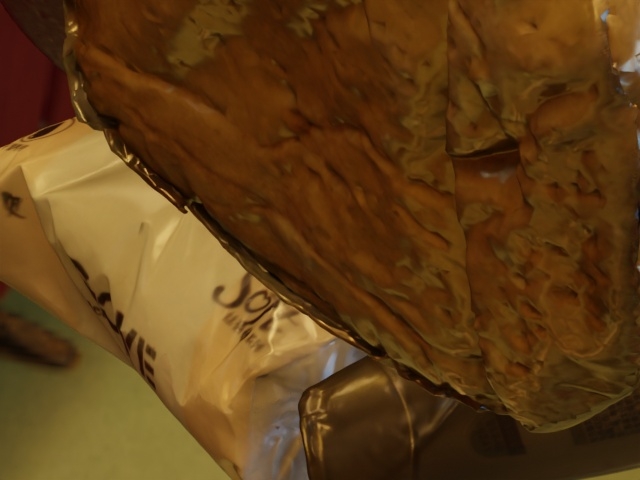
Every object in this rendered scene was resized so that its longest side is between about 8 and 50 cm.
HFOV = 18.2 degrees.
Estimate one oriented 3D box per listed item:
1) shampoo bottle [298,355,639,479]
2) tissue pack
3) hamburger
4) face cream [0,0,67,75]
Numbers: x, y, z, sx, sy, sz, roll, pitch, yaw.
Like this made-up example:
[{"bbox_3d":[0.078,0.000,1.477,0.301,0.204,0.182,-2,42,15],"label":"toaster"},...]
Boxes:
[{"bbox_3d":[0.157,0.062,1.074,0.350,0.125,0.084,-20,-7,10],"label":"shampoo bottle"},{"bbox_3d":[0.000,0.000,1.337,0.390,0.195,0.375,-23,38,-28],"label":"tissue pack"},{"bbox_3d":[0.036,-0.071,0.630,0.144,0.259,0.283,-32,64,-27],"label":"hamburger"},{"bbox_3d":[-0.027,-0.152,0.897,0.175,0.175,0.195,23,71,19],"label":"face cream"}]
